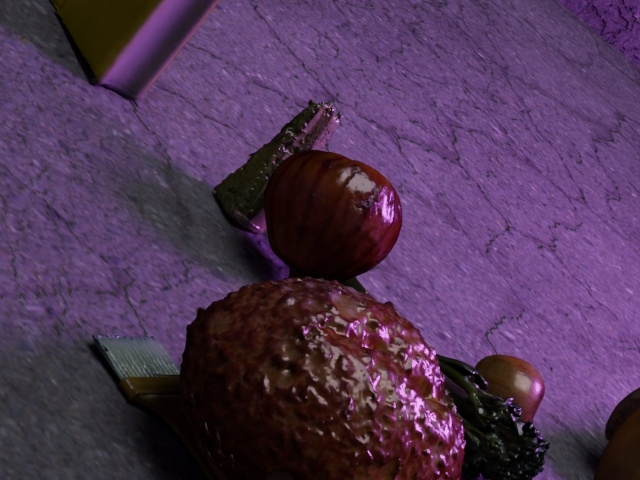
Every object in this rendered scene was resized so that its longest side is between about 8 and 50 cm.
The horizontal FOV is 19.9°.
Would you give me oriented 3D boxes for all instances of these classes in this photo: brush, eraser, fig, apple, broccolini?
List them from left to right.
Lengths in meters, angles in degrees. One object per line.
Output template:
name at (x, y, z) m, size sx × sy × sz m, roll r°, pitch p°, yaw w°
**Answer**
eraser at (-0.152, -0.265, 1.736) m, size 0.069 × 0.226 × 0.158 m, roll 27°, pitch 23°, yaw -41°
brush at (-0.087, 0.148, 1.312) m, size 0.218 × 0.010 × 0.082 m, roll 52°, pitch 22°, yaw 25°
fig at (0.014, -0.010, 1.631) m, size 0.128 × 0.128 × 0.150 m, roll 13°, pitch 64°, yaw -53°
broccolini at (0.074, 0.076, 1.674) m, size 0.392 × 0.079 × 0.074 m, roll 53°, pitch 1°, yaw 31°
apple at (0.167, 0.144, 1.687) m, size 0.071 × 0.084 × 0.084 m, roll 22°, pitch 18°, yaw 8°

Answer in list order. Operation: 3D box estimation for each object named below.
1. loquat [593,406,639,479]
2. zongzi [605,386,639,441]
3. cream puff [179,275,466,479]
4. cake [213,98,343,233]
loquat at (0.350, 0.241, 1.601) m, size 0.235 × 0.235 × 0.235 m, roll 36°, pitch 21°, yaw -16°
zongzi at (0.437, 0.272, 1.837) m, size 0.274 × 0.145 × 0.300 m, roll 3°, pitch 49°, yaw -53°
cream puff at (0.008, 0.123, 1.309) m, size 0.240 × 0.164 × 0.240 m, roll 43°, pitch 10°, yaw -10°
cake at (-0.039, -0.076, 1.692) m, size 0.051 × 0.140 × 0.055 m, roll 34°, pitch 5°, yaw -43°
